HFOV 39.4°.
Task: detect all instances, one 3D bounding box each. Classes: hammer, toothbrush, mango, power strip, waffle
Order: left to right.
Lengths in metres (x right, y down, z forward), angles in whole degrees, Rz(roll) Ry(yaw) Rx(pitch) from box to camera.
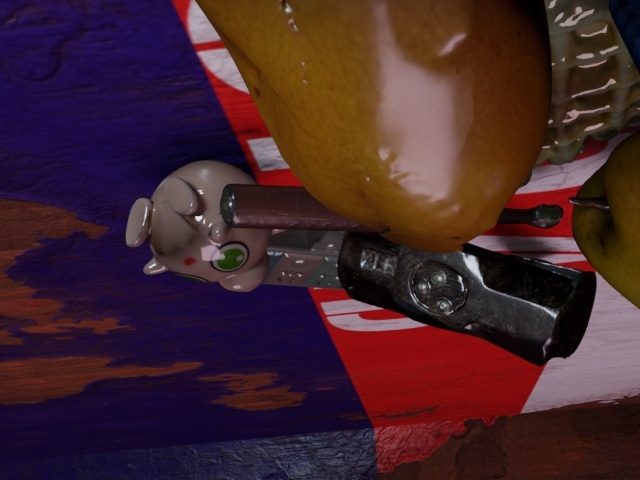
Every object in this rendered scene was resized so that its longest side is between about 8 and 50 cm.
[{"bbox_3d":[0.000,0.000,0.997,0.216,0.061,0.145,5,151,-26],"label":"power strip"},{"bbox_3d":[0.028,-0.115,0.469,0.153,0.201,0.287,-35,133,-4],"label":"mango"},{"bbox_3d":[0.080,-0.026,0.829,0.364,0.041,0.041,2,159,-27],"label":"toothbrush"},{"bbox_3d":[0.128,-0.113,0.703,0.292,0.056,0.309,5,160,-25],"label":"waffle"},{"bbox_3d":[0.206,0.051,1.003,0.242,0.095,0.409,16,-175,27],"label":"hammer"}]

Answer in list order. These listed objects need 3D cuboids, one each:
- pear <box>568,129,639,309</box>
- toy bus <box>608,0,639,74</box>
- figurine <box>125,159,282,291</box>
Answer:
[{"bbox_3d":[0.397,0.002,0.763,0.336,0.285,0.285,-16,157,20],"label":"pear"},{"bbox_3d":[0.287,-0.112,0.527,0.175,0.138,0.288,-30,149,21],"label":"toy bus"},{"bbox_3d":[-0.102,-0.013,0.832,0.125,0.125,0.138,-20,153,35],"label":"figurine"}]
